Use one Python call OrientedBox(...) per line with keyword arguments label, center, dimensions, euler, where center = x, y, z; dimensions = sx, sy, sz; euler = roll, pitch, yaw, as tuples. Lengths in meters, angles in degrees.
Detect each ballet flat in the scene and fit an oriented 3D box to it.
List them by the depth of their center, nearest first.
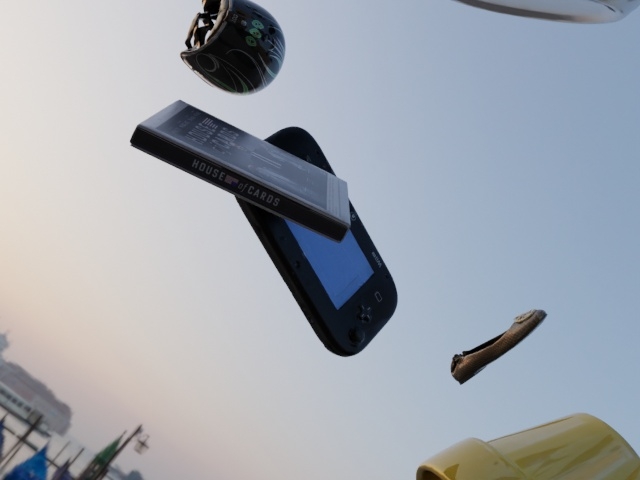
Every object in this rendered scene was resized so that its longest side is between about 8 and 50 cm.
OrientedBox(label="ballet flat", center=(0.341, 0.202, 1.256), dimensions=(0.058, 0.084, 0.250), euler=(54, -50, 17))

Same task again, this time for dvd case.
OrientedBox(label="dvd case", center=(-0.078, -0.086, 0.732), dimensions=(0.239, 0.029, 0.179), euler=(26, 19, -8))

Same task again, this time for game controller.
OrientedBox(label="game controller", center=(0.000, 0.000, 0.892), dimensions=(0.067, 0.166, 0.319), euler=(-12, -69, 54))

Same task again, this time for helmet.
OrientedBox(label="helmet", center=(-0.139, -0.326, 1.090), dimensions=(0.169, 0.169, 0.162), euler=(9, -15, 44))

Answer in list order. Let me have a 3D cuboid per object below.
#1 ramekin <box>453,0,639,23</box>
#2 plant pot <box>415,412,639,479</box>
OrientedBox(label="ramekin", center=(0.213, -0.303, 0.639), dimensions=(0.273, 0.273, 0.127), euler=(20, -73, 31))
OrientedBox(label="plant pot", center=(0.293, 0.356, 0.844), dimensions=(0.254, 0.239, 0.254), euler=(56, -19, 31))
